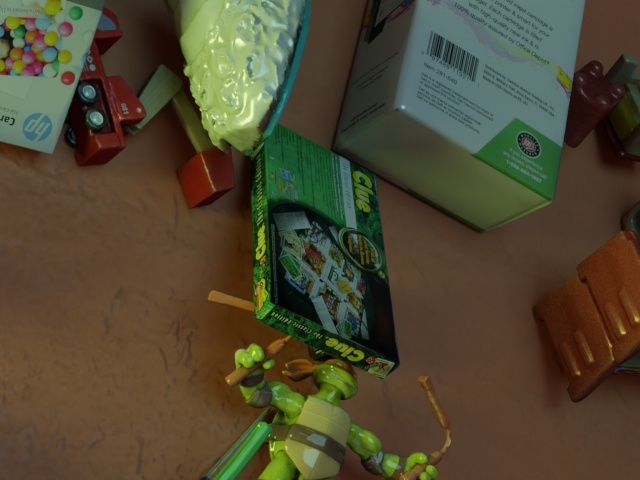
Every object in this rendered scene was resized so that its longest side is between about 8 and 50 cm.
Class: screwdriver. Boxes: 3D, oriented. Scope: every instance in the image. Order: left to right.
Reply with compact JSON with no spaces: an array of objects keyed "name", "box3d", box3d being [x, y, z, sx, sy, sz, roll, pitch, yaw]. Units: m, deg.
[{"name":"screwdriver","box3d":[-0.086,0.195,1.214,0.025,0.024,0.170,35,47,17]}]

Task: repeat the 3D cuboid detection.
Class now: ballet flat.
[{"name":"ballet flat","box3d":[-0.076,-0.244,1.317,0.147,0.147,0.409,32,44,-21]}]

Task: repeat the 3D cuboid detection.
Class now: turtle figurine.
[{"name":"turtle figurine","box3d":[-0.021,0.177,1.224,0.269,0.087,0.217,34,60,-23]}]

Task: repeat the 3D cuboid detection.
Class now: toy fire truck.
[{"name":"toy fire truck","box3d":[-0.161,-0.120,1.267,0.135,0.047,0.192,-10,77,-38]}]

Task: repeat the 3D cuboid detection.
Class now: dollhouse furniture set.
[{"name":"dollhouse furniture set","box3d":[0.323,-0.022,1.535,0.201,0.152,0.374,7,51,-33]}]

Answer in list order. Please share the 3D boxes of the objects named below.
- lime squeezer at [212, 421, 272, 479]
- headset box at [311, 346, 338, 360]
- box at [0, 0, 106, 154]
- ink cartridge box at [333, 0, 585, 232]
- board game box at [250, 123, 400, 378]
[{"name":"lime squeezer","box3d":[-0.170,0.232,1.107,0.310,0.059,0.110,-13,72,-21]},{"name":"headset box","box3d":[0.022,0.069,1.332,0.062,0.032,0.083,6,68,-34]},{"name":"box","box3d":[-0.257,-0.175,1.156,0.145,0.038,0.186,14,107,-31]},{"name":"ink cartridge box","box3d":[0.148,-0.181,1.465,0.201,0.117,0.278,28,59,-24]},{"name":"board game box","box3d":[0.000,0.000,1.281,0.136,0.030,0.260,25,35,-23]}]
